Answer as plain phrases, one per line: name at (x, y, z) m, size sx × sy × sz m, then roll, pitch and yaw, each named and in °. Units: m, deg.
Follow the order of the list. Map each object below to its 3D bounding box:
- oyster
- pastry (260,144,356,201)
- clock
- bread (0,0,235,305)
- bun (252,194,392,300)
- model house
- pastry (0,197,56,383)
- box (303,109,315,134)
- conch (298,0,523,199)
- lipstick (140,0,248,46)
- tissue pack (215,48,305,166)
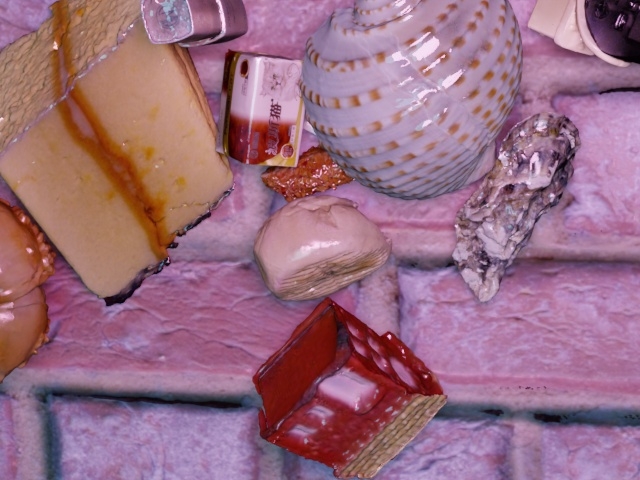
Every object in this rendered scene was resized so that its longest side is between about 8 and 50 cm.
oyster at (0.265, -0.055, 1.242) m, size 0.252 × 0.087 × 0.199 m, roll -41°, pitch 135°, yaw 5°
pastry at (-0.001, -0.100, 1.303) m, size 0.170 × 0.087 × 0.063 m, roll -19°, pitch 113°, yaw 12°
clock at (0.410, -0.403, 1.090) m, size 0.120 × 0.276 × 0.378 m, roll 7°, pitch 110°, yaw -36°
bread at (-0.303, -0.164, 1.360) m, size 0.346 × 0.242 × 0.405 m, roll -27°, pitch 131°, yaw 10°
bun at (0.000, 0.000, 1.280) m, size 0.193 × 0.178 × 0.127 m, roll -20°, pitch 67°, yaw 1°
model house at (0.055, 0.235, 1.334) m, size 0.254 × 0.160 × 0.196 m, roll 33°, pitch 107°, yaw -30°
pastry at (-0.525, 0.055, 1.357) m, size 0.285 × 0.184 × 0.315 m, roll -4°, pitch 106°, yaw 28°
box at (0.003, -0.196, 1.307) m, size 0.054 × 0.024 × 0.083 m, roll 28°, pitch 104°, yaw -1°
conch at (0.136, -0.202, 1.174) m, size 0.303 × 0.215 × 0.319 m, roll -34°, pitch 99°, yaw -1°
lipstick at (-0.163, -0.297, 1.189) m, size 0.078 × 0.253 × 0.078 m, roll -12°, pitch 103°, yaw 11°
tissue pack at (-0.083, -0.187, 1.265) m, size 0.099 × 0.106 × 0.148 m, roll 0°, pitch 106°, yaw -30°
